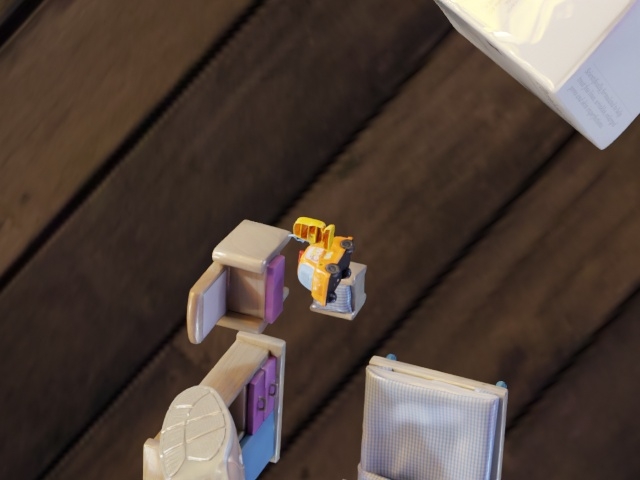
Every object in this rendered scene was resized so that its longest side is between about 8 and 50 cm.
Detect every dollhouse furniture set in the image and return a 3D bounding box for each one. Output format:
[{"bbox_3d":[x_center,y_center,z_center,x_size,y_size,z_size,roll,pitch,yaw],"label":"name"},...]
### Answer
[{"bbox_3d":[0.026,0.179,1.676,0.303,0.198,0.286,14,123,17],"label":"dollhouse furniture set"}]

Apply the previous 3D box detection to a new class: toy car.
[{"bbox_3d":[0.000,0.000,1.471,0.040,0.122,0.060,18,60,13],"label":"toy car"}]

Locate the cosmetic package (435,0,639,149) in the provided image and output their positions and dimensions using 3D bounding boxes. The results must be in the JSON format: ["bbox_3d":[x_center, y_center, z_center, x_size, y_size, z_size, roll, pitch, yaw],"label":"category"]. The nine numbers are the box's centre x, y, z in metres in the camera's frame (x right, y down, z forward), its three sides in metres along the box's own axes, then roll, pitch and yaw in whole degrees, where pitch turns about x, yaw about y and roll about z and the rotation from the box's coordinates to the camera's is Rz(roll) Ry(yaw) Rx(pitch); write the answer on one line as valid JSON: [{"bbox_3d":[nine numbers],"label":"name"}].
[{"bbox_3d":[0.195,-0.201,1.554,0.151,0.151,0.183,-48,62,4],"label":"cosmetic package"}]

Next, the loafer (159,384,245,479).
[{"bbox_3d":[-0.061,0.137,1.071,0.045,0.125,0.039,-20,133,6],"label":"loafer"}]
